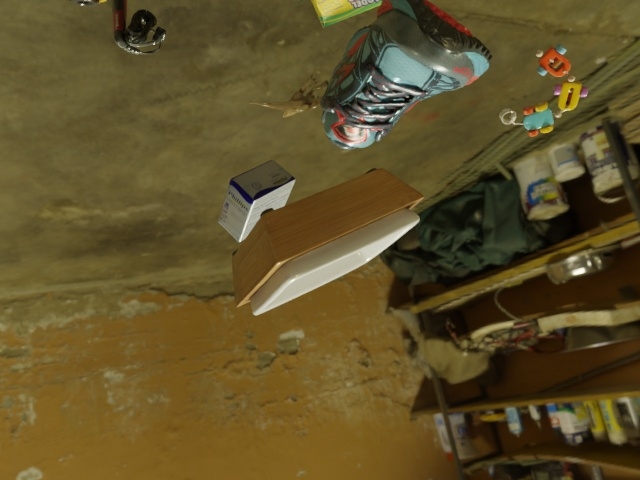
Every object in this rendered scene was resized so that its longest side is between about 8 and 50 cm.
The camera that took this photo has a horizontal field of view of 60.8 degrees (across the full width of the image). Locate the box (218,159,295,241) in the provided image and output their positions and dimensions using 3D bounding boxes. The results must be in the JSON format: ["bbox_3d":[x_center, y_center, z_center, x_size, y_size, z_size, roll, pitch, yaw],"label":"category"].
[{"bbox_3d":[-0.136,-0.084,1.151,0.126,0.072,0.137,-34,161,-42],"label":"box"}]

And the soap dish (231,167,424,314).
[{"bbox_3d":[0.000,0.000,0.909,0.291,0.118,0.229,-24,169,-30],"label":"soap dish"}]

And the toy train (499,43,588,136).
[{"bbox_3d":[0.421,-0.281,1.026,0.125,0.046,0.166,30,127,-5],"label":"toy train"}]

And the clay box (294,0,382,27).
[{"bbox_3d":[0.083,-0.363,0.750,0.222,0.053,0.127,-8,-145,35],"label":"clay box"}]

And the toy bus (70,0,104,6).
[{"bbox_3d":[-0.467,-0.596,1.167,0.211,0.149,0.220,1,-171,5],"label":"toy bus"}]

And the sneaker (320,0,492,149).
[{"bbox_3d":[0.061,-0.134,0.502,0.104,0.125,0.262,31,-176,-10],"label":"sneaker"}]

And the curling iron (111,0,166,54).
[{"bbox_3d":[-0.279,-0.374,0.797,0.068,0.274,0.035,1,150,-35],"label":"curling iron"}]

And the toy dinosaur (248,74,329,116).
[{"bbox_3d":[-0.035,-0.238,0.942,0.093,0.053,0.183,-28,179,32],"label":"toy dinosaur"}]
